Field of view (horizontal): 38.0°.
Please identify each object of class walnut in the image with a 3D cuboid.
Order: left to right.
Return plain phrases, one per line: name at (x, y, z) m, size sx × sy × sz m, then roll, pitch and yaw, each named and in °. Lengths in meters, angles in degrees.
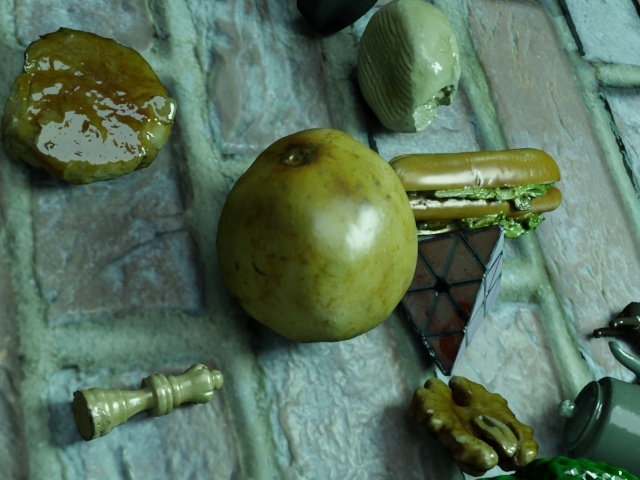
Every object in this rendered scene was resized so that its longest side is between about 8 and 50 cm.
walnut at (0.187, 0.236, 1.163) m, size 0.143 × 0.069 × 0.170 m, roll 2°, pitch 25°, yaw -24°

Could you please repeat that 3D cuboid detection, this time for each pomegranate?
pomegranate at (0.000, 0.000, 1.140) m, size 0.260 × 0.260 × 0.260 m, roll 11°, pitch 58°, yaw -19°

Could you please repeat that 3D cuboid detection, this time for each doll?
doll at (0.503, 0.148, 1.399) m, size 0.139 × 0.057 × 0.165 m, roll 50°, pitch 45°, yaw 11°

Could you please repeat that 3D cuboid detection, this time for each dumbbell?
dumbbell at (-0.010, -0.450, 1.450) m, size 0.152 × 0.152 × 0.218 m, roll -29°, pitch 76°, yaw -35°

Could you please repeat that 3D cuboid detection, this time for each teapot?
teapot at (0.380, 0.258, 1.227) m, size 0.149 × 0.162 × 0.239 m, roll 24°, pitch 84°, yaw 0°

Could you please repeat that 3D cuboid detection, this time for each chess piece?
chess piece at (-0.191, 0.177, 1.060) m, size 0.172 × 0.060 × 0.060 m, roll -12°, pitch 67°, yaw -32°

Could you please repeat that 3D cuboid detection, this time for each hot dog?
hot dog at (0.226, -0.065, 1.342) m, size 0.337 × 0.135 × 0.100 m, roll -5°, pitch 40°, yaw -29°

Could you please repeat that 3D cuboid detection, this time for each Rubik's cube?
Rubik's cube at (0.201, 0.092, 1.284) m, size 0.178 × 0.211 × 0.190 m, roll 10°, pitch 76°, yaw -49°

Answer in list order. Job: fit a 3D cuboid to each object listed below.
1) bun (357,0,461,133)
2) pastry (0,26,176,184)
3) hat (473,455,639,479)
bun at (0.144, -0.257, 1.391) m, size 0.128 × 0.178 × 0.193 m, roll -3°, pitch 61°, yaw -28°
pastry at (-0.303, -0.172, 1.184) m, size 0.218 × 0.100 × 0.229 m, roll -18°, pitch 76°, yaw -28°
hat at (0.194, 0.359, 1.025) m, size 0.332 × 0.242 × 0.274 m, roll 13°, pitch 73°, yaw 1°
